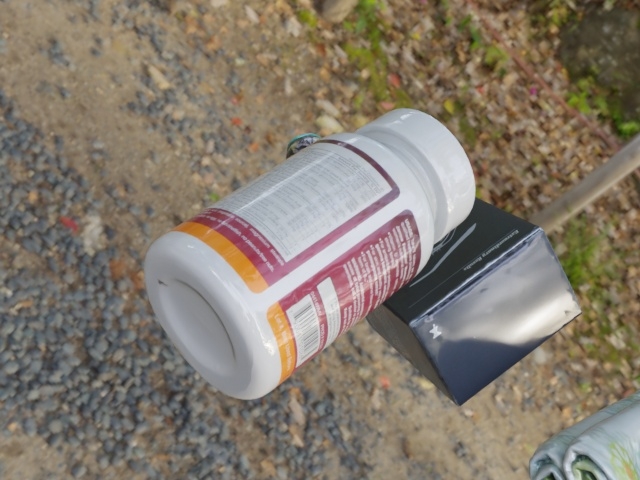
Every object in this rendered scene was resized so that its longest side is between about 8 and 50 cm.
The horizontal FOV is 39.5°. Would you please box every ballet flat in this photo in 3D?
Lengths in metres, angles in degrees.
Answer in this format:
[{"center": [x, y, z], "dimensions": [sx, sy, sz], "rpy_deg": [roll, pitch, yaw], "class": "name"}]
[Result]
[{"center": [-0.004, -0.058, 0.767], "dimensions": [0.041, 0.041, 0.114], "rpy_deg": [55, -3, 11], "class": "ballet flat"}]

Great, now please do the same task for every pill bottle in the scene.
[{"center": [0.000, 0.000, 0.612], "dimensions": [0.221, 0.121, 0.121], "rpy_deg": [-35, 83, -32], "class": "pill bottle"}]

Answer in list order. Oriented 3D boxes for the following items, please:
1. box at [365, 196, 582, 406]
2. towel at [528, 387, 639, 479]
[{"center": [0.125, 0.042, 0.882], "dimensions": [0.108, 0.153, 0.207], "rpy_deg": [58, -7, -26], "class": "box"}, {"center": [0.344, 0.303, 0.828], "dimensions": [0.374, 0.090, 0.320], "rpy_deg": [-2, 69, -55], "class": "towel"}]
